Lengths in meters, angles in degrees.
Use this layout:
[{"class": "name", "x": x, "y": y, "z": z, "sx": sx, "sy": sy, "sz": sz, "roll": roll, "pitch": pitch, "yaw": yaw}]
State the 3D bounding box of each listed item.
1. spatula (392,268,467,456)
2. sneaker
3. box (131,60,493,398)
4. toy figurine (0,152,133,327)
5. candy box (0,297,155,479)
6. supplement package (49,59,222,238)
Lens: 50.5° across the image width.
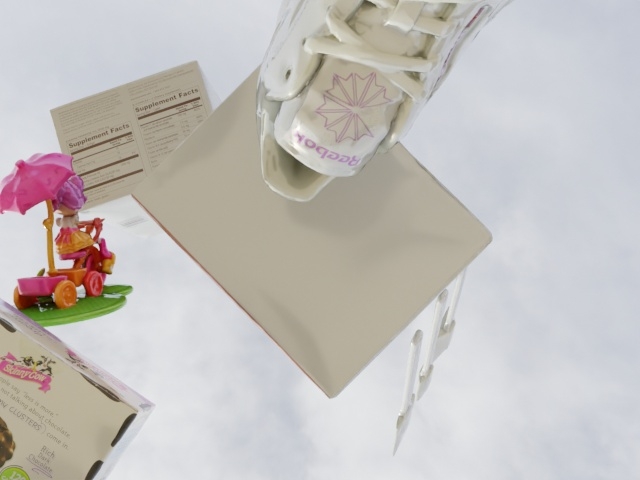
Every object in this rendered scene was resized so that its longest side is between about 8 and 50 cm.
[{"class": "spatula", "x": 0.114, "y": 0.109, "z": 0.710, "sx": 0.019, "sy": 0.242, "sz": 0.168, "roll": 24, "pitch": -124, "yaw": 20}, {"class": "sneaker", "x": 0.049, "y": -0.113, "z": 0.326, "sx": 0.114, "sy": 0.305, "sz": 0.152, "roll": 22, "pitch": -117, "yaw": -14}, {"class": "box", "x": 0.000, "y": 0.000, "z": 0.650, "sx": 0.215, "sy": 0.345, "sz": 0.168, "roll": 45, "pitch": -93, "yaw": 7}, {"class": "toy figurine", "x": -0.259, "y": -0.010, "z": 0.685, "sx": 0.130, "sy": 0.173, "sz": 0.159, "roll": -2, "pitch": -83, "yaw": 16}, {"class": "candy box", "x": -0.250, "y": 0.162, "z": 0.504, "sx": 0.164, "sy": 0.070, "sz": 0.196, "roll": 34, "pitch": -99, "yaw": 4}, {"class": "supplement package", "x": -0.221, "y": -0.115, "z": 0.971, "sx": 0.203, "sy": 0.262, "sz": 0.145, "roll": -18, "pitch": -99, "yaw": 1}]
